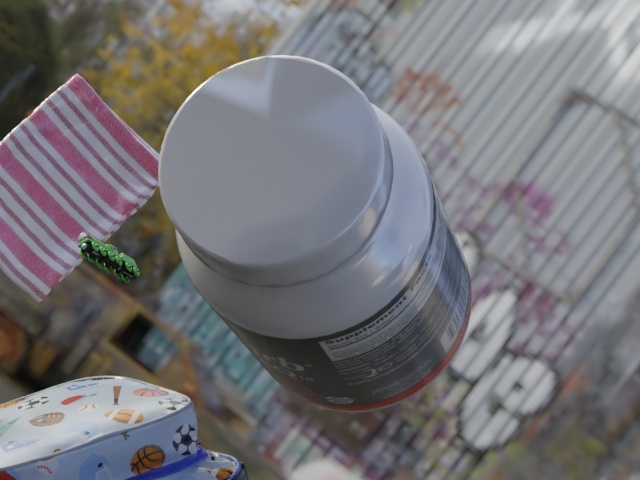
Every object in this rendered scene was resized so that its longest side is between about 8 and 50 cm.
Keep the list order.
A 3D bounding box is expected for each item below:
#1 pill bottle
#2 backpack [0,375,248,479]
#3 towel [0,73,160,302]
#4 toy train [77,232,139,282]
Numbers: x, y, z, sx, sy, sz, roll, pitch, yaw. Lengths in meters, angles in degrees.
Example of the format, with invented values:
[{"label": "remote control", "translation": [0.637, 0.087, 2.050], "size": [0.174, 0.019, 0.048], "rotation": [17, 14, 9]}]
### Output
[{"label": "pill bottle", "translation": [0.000, 0.000, 1.448], "size": [0.210, 0.210, 0.363], "rotation": [36, -9, 23]}, {"label": "backpack", "translation": [-0.207, 0.230, 1.449], "size": [0.263, 0.277, 0.213], "rotation": [-5, -85, 59]}, {"label": "towel", "translation": [-0.260, -0.054, 1.735], "size": [0.144, 0.197, 0.029], "rotation": [45, -21, -2]}, {"label": "toy train", "translation": [-0.184, 0.014, 1.523], "size": [0.083, 0.017, 0.023], "rotation": [37, 25, -56]}]
